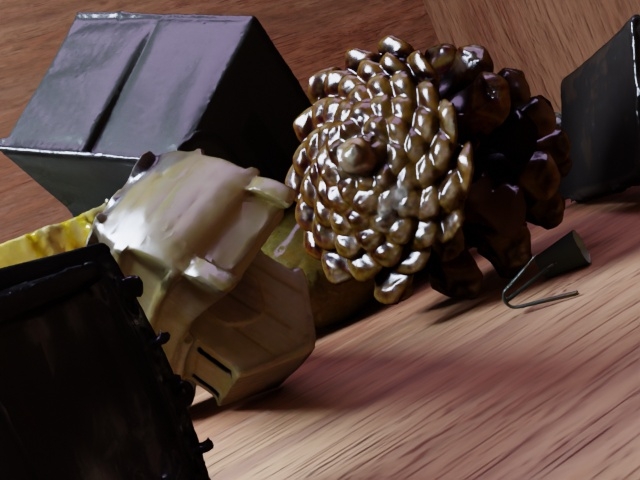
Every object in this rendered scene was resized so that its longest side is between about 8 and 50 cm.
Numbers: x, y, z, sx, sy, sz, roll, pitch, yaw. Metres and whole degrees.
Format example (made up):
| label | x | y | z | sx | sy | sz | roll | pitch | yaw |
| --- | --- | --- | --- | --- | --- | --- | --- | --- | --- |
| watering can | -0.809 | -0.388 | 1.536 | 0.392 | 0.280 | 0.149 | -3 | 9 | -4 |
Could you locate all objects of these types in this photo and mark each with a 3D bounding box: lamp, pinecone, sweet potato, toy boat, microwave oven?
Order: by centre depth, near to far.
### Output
| label | x | y | z | sx | sy | sz | roll | pitch | yaw |
| --- | --- | --- | --- | --- | --- | --- | --- | --- | --- |
| microwave oven | -0.165 | 0.114 | 0.457 | 0.188 | 0.178 | 0.247 | -20 | 3 | 4 |
| toy boat | -0.086 | 0.057 | 0.731 | 0.136 | 0.162 | 0.445 | -55 | -4 | -20 |
| lamp | 0.182 | 0.025 | 0.776 | 0.054 | 0.041 | 0.121 | -30 | -2 | 24 |
| pinecone | 0.112 | -0.059 | 0.880 | 0.264 | 0.264 | 0.264 | -23 | 4 | 2 |
| sweet potato | 0.031 | 0.002 | 1.075 | 0.369 | 0.158 | 0.158 | -26 | 5 | -41 |

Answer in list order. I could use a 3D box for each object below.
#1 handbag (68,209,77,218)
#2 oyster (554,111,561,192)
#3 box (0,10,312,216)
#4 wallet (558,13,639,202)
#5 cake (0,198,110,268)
| label | x | y | z | sx | sy | sz | roll | pitch | yaw |
| --- | --- | --- | --- | --- | --- | --- | --- | --- | --- |
| handbag | -0.220 | -0.036 | 1.483 | 0.301 | 0.178 | 0.275 | 15 | -7 | -1 |
| oyster | 0.301 | -0.124 | 1.365 | 0.162 | 0.158 | 0.351 | -50 | -24 | 21 |
| box | -0.150 | -0.090 | 1.148 | 0.251 | 0.204 | 0.345 | 8 | -26 | 28 |
| wallet | 0.310 | -0.130 | 1.047 | 0.042 | 0.165 | 0.309 | -2 | -2 | 0 |
| cake | -0.327 | 0.117 | 1.047 | 0.286 | 0.222 | 0.227 | -25 | 2 | -26 |
